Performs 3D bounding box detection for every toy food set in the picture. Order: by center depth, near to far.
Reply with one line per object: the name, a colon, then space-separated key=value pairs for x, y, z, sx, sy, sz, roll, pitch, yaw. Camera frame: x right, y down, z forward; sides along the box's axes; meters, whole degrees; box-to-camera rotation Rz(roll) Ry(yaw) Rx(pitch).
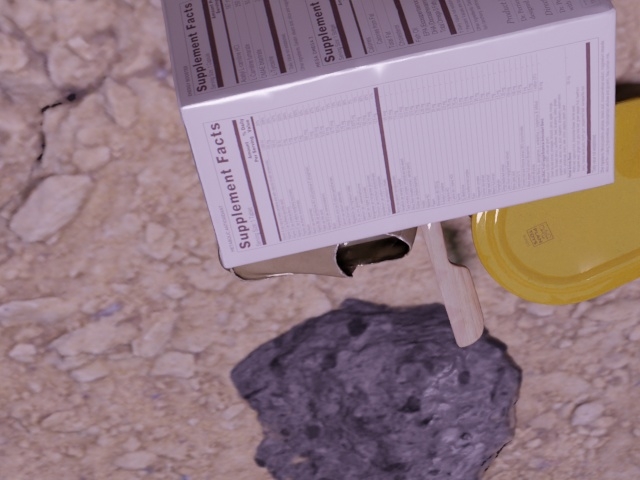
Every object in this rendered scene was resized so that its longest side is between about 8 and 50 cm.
toy food set: x=0.172 y=-0.028 z=1.007 sx=0.218 sy=0.071 sz=0.128 roll=-24 pitch=111 yaw=8

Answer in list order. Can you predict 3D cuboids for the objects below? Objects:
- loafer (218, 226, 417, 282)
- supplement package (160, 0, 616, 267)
loafer: x=0.000 y=0.000 z=0.998 sx=0.148 sy=0.050 sz=0.056 roll=-17 pitch=135 yaw=4
supplement package: x=0.039 y=-0.098 z=0.850 sx=0.244 sy=0.134 sz=0.139 roll=-12 pitch=136 yaw=-1
